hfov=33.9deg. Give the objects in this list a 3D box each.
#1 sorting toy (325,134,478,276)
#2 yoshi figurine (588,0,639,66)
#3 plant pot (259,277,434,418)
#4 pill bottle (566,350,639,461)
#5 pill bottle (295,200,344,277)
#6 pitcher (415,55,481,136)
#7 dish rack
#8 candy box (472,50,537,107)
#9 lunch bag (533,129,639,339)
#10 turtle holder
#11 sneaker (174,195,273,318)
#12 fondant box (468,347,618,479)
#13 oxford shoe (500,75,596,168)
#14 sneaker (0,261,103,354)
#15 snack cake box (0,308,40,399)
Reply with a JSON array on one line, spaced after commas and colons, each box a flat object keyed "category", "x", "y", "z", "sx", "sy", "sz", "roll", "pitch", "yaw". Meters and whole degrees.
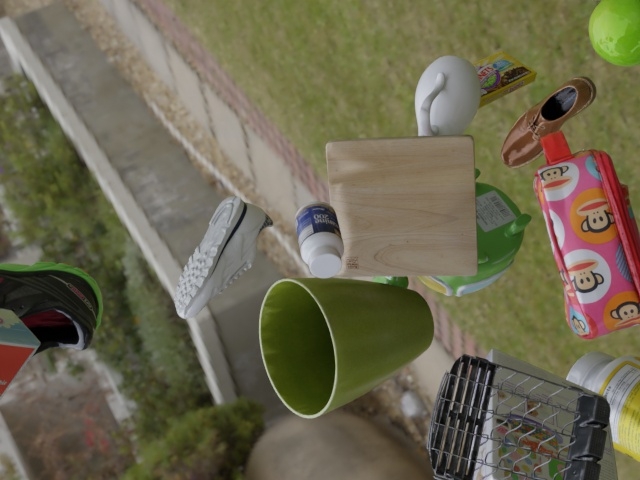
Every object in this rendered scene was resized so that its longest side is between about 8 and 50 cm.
[{"category": "sorting toy", "x": 0.152, "y": -0.069, "z": 1.892, "sx": 0.089, "sy": 0.257, "sz": 0.255, "roll": -62, "pitch": -30, "yaw": -67}, {"category": "yoshi figurine", "x": 0.530, "y": -0.321, "z": 1.518, "sx": 0.203, "sy": 0.362, "sz": 0.203, "roll": -95, "pitch": 13, "yaw": -45}, {"category": "plant pot", "x": 0.072, "y": 0.189, "z": 2.104, "sx": 0.275, "sy": 0.294, "sz": 0.274, "roll": 19, "pitch": 113, "yaw": 53}, {"category": "pill bottle", "x": 0.641, "y": 0.336, "z": 2.034, "sx": 0.334, "sy": 0.188, "sz": 0.187, "roll": 26, "pitch": 140, "yaw": 53}, {"category": "pill bottle", "x": 0.000, "y": 0.000, "z": 1.609, "sx": 0.120, "sy": 0.067, "sz": 0.067, "roll": -102, "pitch": 0, "yaw": -49}, {"category": "pitcher", "x": 0.233, "y": -0.260, "z": 2.007, "sx": 0.126, "sy": 0.207, "sz": 0.177, "roll": 8, "pitch": 156, "yaw": 19}, {"category": "dish rack", "x": 0.287, "y": 0.288, "z": 1.532, "sx": 0.074, "sy": 0.272, "sz": 0.208, "roll": 126, "pitch": 161, "yaw": -69}, {"category": "candy box", "x": 0.350, "y": -0.337, "z": 2.216, "sx": 0.105, "sy": 0.206, "sz": 0.027, "roll": 39, "pitch": 141, "yaw": 32}, {"category": "lunch bag", "x": 0.343, "y": -0.018, "z": 1.362, "sx": 0.293, "sy": 0.120, "sz": 0.258, "roll": -28, "pitch": -81, "yaw": -78}, {"category": "turtle holder", "x": 0.290, "y": 0.025, "z": 2.276, "sx": 0.243, "sy": 0.320, "sz": 0.227, "roll": 28, "pitch": 147, "yaw": 12}, {"category": "sneaker", "x": -0.169, "y": 0.041, "z": 1.838, "sx": 0.095, "sy": 0.235, "sz": 0.090, "roll": 31, "pitch": -179, "yaw": -36}, {"category": "fondant box", "x": 0.376, "y": 0.357, "z": 1.786, "sx": 0.330, "sy": 0.238, "sz": 0.096, "roll": -76, "pitch": 12, "yaw": -57}, {"category": "oxford shoe", "x": 0.379, "y": -0.203, "z": 1.819, "sx": 0.076, "sy": 0.076, "sz": 0.212, "roll": 50, "pitch": 124, "yaw": 14}, {"category": "sneaker", "x": -0.670, "y": 0.148, "z": 2.066, "sx": 0.202, "sy": 0.483, "sz": 0.185, "roll": -111, "pitch": 24, "yaw": -45}, {"category": "snack cake box", "x": -0.543, "y": 0.163, "z": 1.464, "sx": 0.089, "sy": 0.152, "sz": 0.264, "roll": 41, "pitch": -170, "yaw": 29}]
